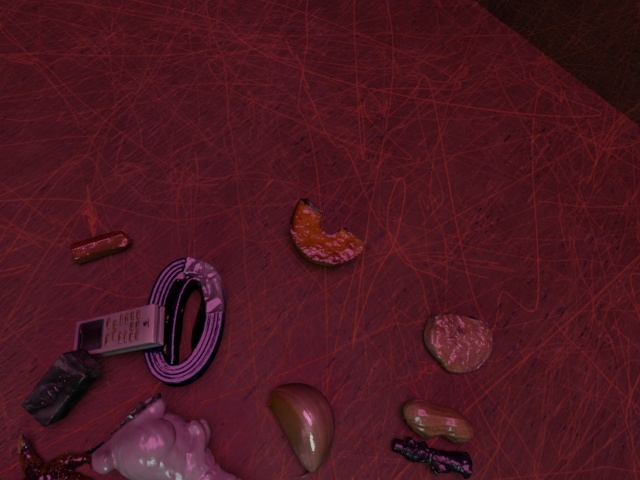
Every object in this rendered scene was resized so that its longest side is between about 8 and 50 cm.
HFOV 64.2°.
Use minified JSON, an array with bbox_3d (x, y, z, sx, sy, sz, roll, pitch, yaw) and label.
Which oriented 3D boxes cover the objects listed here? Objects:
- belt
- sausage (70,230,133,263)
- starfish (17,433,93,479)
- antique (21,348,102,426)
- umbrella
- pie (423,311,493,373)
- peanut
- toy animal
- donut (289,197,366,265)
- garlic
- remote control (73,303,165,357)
[{"bbox_3d":[-0.375,0.225,1.420,0.212,0.117,0.347,7,67,-5],"label":"belt"},{"bbox_3d":[-0.634,0.013,1.491,0.169,0.065,0.065,-18,72,-17],"label":"sausage"},{"bbox_3d":[-0.683,0.581,1.254,0.238,0.071,0.216,-8,64,-24],"label":"starfish"},{"bbox_3d":[-0.649,0.366,1.294,0.088,0.086,0.183,39,92,8],"label":"antique"},{"bbox_3d":[0.306,0.605,1.417,0.224,0.080,0.072,17,101,1],"label":"umbrella"},{"bbox_3d":[0.422,0.313,1.561,0.218,0.052,0.185,14,65,-6],"label":"pie"},{"bbox_3d":[0.334,0.513,1.443,0.214,0.090,0.099,15,54,-3],"label":"peanut"},{"bbox_3d":[-0.357,0.564,1.249,0.257,0.194,0.357,-39,81,-21],"label":"toy animal"},{"bbox_3d":[-0.007,0.000,1.586,0.259,0.101,0.152,39,67,6],"label":"donut"},{"bbox_3d":[-0.041,0.499,1.377,0.164,0.145,0.245,-28,74,14],"label":"garlic"},{"bbox_3d":[-0.536,0.243,1.345,0.277,0.055,0.103,-14,66,21],"label":"remote control"}]
